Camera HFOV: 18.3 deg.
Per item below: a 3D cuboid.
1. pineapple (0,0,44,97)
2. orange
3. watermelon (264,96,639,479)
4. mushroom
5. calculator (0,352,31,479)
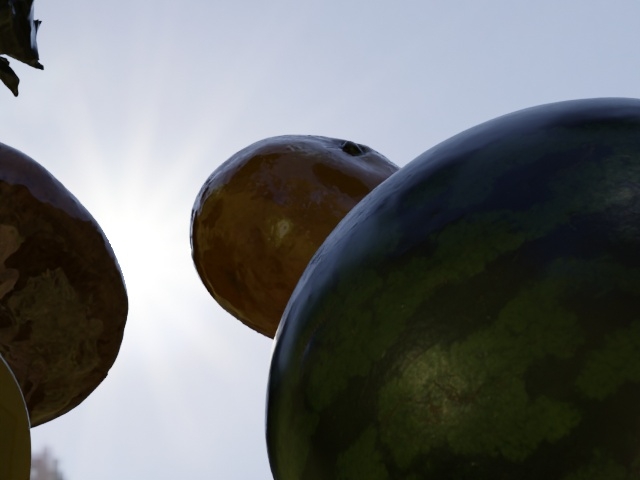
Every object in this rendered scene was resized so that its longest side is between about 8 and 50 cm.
[{"bbox_3d":[-0.354,-0.189,1.669,0.248,0.128,0.128,11,-27,16],"label":"pineapple"},{"bbox_3d":[0.000,0.000,1.169,0.156,0.124,0.156,25,5,-2],"label":"orange"},{"bbox_3d":[0.126,0.078,0.861,0.285,0.285,0.285,-2,-31,-1],"label":"watermelon"},{"bbox_3d":[-0.284,0.049,1.450,0.278,0.278,0.146,-1,14,-4],"label":"mushroom"},{"bbox_3d":[-0.226,0.115,1.193,0.032,0.146,0.235,-1,-23,14],"label":"calculator"}]
